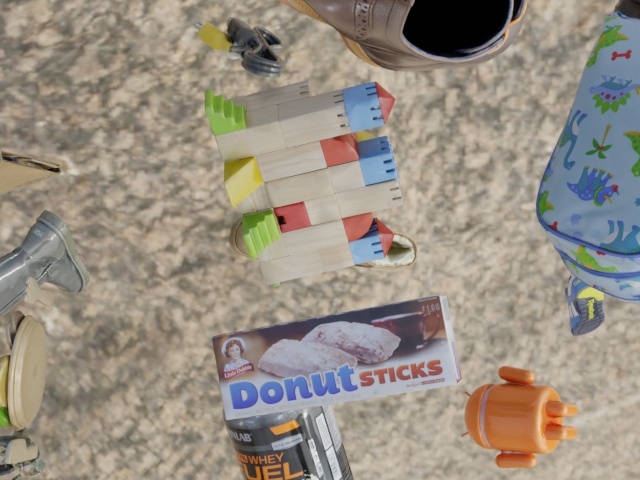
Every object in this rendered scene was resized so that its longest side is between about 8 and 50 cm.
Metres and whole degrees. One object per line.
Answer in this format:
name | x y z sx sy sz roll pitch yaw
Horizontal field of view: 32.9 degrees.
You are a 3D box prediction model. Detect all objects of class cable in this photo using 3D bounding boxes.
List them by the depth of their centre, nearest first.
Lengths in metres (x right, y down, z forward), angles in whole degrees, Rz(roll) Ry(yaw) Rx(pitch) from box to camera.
cable | -0.107 -0.299 1.775 0.139 0.287 0.072 14 113 -29

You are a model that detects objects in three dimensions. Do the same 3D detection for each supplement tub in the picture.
supplement tub | -0.036 0.217 1.169 0.117 0.117 0.190 -24 107 -22

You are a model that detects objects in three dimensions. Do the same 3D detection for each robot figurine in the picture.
robot figurine | 0.361 0.326 2.001 0.128 0.219 0.158 -47 126 -46

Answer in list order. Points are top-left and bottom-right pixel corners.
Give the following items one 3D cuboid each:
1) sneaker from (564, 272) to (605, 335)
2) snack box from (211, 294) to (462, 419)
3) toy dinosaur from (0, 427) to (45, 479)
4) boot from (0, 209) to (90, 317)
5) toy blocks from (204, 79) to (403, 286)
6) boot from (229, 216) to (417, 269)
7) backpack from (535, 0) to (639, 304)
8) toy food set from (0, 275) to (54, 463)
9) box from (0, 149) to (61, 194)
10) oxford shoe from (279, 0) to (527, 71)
sneaker | 0.414 0.098 1.707 0.053 0.059 0.144 -17 141 -6
snack box | 0.010 0.086 0.786 0.178 0.022 0.064 -12 87 18
toy dinosaur | -0.507 0.339 1.735 0.118 0.268 0.064 -22 111 -14
boot | -0.421 0.075 1.482 0.208 0.076 0.190 -52 154 -26
toy blocks | 0.005 -0.095 1.638 0.260 0.191 0.381 -12 128 5
boot | 0.000 0.000 1.896 0.236 0.269 0.089 -1 95 -31
backpack | 0.397 -0.098 1.211 0.273 0.290 0.356 -3 114 -47
toy food set | -0.327 0.140 1.163 0.038 0.132 0.192 4 79 0
box | -0.533 -0.092 1.688 0.201 0.164 0.021 -16 82 16
oxford shoe | 0.089 -0.166 0.787 0.363 0.132 0.130 -5 126 -61
